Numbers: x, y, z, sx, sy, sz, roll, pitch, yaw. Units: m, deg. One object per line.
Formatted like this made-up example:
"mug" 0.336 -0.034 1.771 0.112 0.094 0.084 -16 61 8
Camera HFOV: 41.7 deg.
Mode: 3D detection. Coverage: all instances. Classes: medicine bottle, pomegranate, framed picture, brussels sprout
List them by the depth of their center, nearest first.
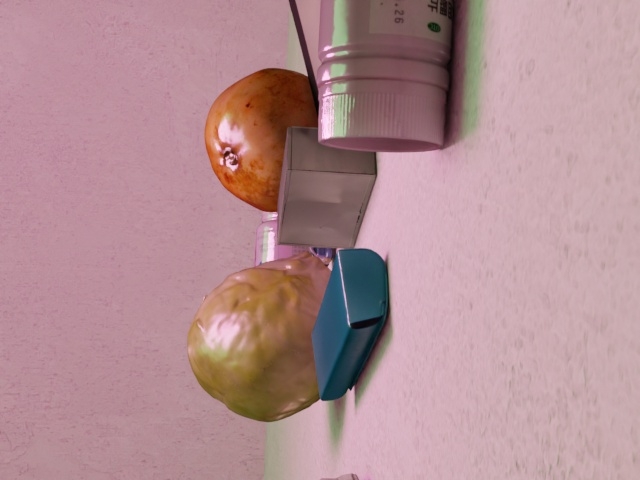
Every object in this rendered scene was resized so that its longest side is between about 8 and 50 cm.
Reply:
"medicine bottle" 0.063 -0.216 0.817 0.133 0.133 0.250 174 100 -84
"framed picture" 0.018 -0.321 1.305 0.265 0.016 0.347 124 135 -63
"pomegranate" -0.069 -0.187 1.495 0.270 0.252 0.229 -37 -5 -46
"brussels sprout" -0.086 0.180 1.502 0.243 0.316 0.274 51 -170 -49
"medicine bottle" -0.068 0.022 1.821 0.152 0.152 0.255 124 148 -78

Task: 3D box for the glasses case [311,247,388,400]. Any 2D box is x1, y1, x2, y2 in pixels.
"glasses case" 0.041 0.129 1.205 0.301 0.070 0.117 108 157 -61

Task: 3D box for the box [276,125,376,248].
"box" 0.003 -0.079 1.310 0.225 0.129 0.086 104 167 -61

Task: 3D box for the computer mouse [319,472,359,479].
"computer mouse" 0.033 0.376 1.188 0.182 0.056 0.089 126 146 -63

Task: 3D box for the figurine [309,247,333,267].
"figurine" 0.005 -0.006 1.616 0.079 0.077 0.136 -54 -23 -19
